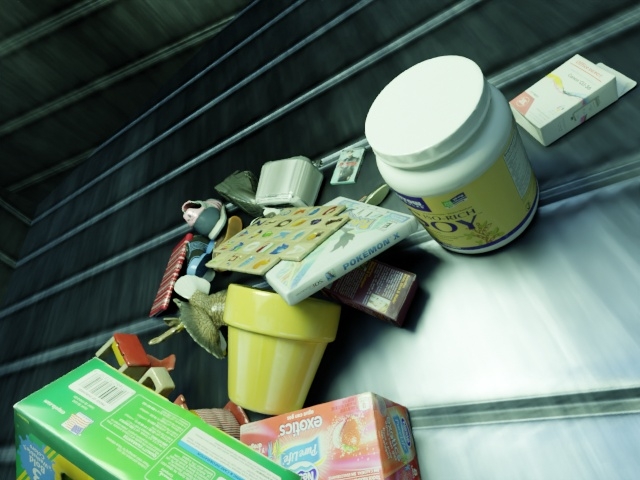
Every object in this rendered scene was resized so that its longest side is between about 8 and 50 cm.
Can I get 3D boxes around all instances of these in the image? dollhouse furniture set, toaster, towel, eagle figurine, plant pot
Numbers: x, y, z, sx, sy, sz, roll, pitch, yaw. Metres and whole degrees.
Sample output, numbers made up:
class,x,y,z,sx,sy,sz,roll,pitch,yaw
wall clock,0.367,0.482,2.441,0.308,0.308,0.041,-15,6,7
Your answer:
class,x,y,z,sx,sy,sz,roll,pitch,yaw
dollhouse furniture set,-0.339,0.360,0.967,0.152,0.201,0.374,-47,59,6
toaster,-0.090,-0.155,1.223,0.226,0.129,0.147,-1,66,37
towel,-0.510,0.122,1.411,0.198,0.031,0.275,-30,43,53
eagle figurine,-0.286,0.215,1.103,0.298,0.225,0.227,-15,43,46
plant pot,-0.098,0.234,0.901,0.253,0.254,0.239,6,82,42

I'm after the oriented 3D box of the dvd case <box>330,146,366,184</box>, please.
class,x,y,z,sx,sy,sz,roll,pitch,yaw
dvd case,0.082,-0.218,1.201,0.087,0.013,0.120,3,64,41

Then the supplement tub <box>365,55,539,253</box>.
class,x,y,z,sx,sy,sz,roll,pitch,yaw
supplement tub,0.254,-0.145,0.775,0.240,0.331,0.241,-21,51,28

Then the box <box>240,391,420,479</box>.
class,x,y,z,sx,sy,sz,roll,pitch,yaw
box,0.009,0.395,0.753,0.299,0.154,0.142,-25,50,24

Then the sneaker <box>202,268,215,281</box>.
class,x,y,z,sx,sy,sz,roll,pitch,yaw
sneaker,-0.411,0.090,1.374,0.152,0.061,0.054,19,78,47

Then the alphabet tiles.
class,x,y,z,sx,sy,sz,roll,pitch,yaw
alphabet tiles,-0.105,-0.010,0.973,0.342,0.011,0.285,2,32,47

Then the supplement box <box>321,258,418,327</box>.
class,x,y,z,sx,sy,sz,roll,pitch,yaw
supplement box,0.102,0.098,0.882,0.188,0.081,0.104,21,75,25

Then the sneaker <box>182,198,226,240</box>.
class,x,y,z,sx,sy,sz,roll,pitch,yaw
sneaker,-0.406,-0.104,1.407,0.112,0.131,0.319,-57,25,2

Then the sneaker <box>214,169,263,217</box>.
class,x,y,z,sx,sy,sz,roll,pitch,yaw
sneaker,-0.257,-0.174,1.395,0.130,0.109,0.286,-50,45,-8

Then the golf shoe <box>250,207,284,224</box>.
class,x,y,z,sx,sy,sz,roll,pitch,yaw
golf shoe,-0.176,-0.023,1.208,0.198,0.093,0.077,-53,36,25

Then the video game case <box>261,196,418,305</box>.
class,x,y,z,sx,sy,sz,roll,pitch,yaw
video game case,0.000,0.000,0.905,0.299,0.036,0.329,-30,23,-16

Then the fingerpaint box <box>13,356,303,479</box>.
class,x,y,z,sx,sy,sz,roll,pitch,yaw
fingerpaint box,-0.295,0.475,0.694,0.444,0.163,0.372,22,112,16

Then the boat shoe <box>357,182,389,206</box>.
class,x,y,z,sx,sy,sz,roll,pitch,yaw
boat shoe,0.122,-0.101,1.063,0.133,0.049,0.042,-46,51,12

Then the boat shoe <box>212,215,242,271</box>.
class,x,y,z,sx,sy,sz,roll,pitch,yaw
boat shoe,-0.309,0.017,1.333,0.073,0.073,0.207,-23,41,36

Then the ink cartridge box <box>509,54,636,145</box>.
class,x,y,z,sx,sy,sz,roll,pitch,yaw
ink cartridge box,0.520,-0.304,0.852,0.198,0.067,0.115,-35,45,16

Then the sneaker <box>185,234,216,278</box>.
class,x,y,z,sx,sy,sz,roll,pitch,yaw
sneaker,-0.397,0.049,1.307,0.232,0.090,0.082,-84,5,-67
